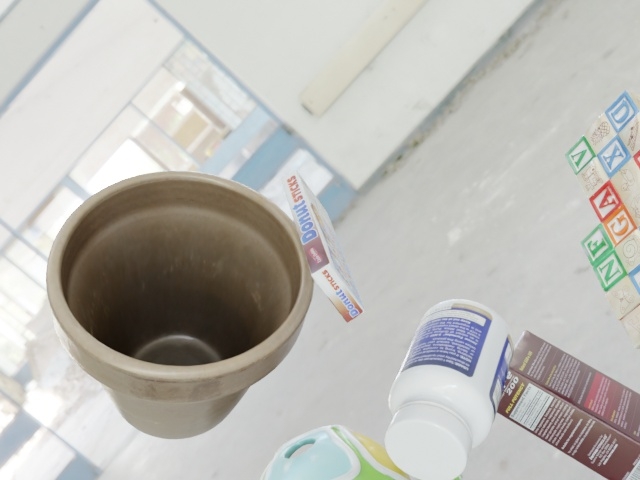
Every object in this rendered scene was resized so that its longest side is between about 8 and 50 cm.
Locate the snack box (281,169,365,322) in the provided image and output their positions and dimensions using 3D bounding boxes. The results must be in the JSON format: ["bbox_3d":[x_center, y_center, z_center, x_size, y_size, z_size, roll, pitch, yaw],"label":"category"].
[{"bbox_3d":[0.000,0.000,0.804,0.022,0.064,0.178,-31,32,7],"label":"snack box"}]

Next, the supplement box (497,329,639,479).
[{"bbox_3d":[0.345,0.224,1.131,0.130,0.239,0.073,-32,-32,-59],"label":"supplement box"}]

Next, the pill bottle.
[{"bbox_3d":[0.135,0.158,0.919,0.112,0.112,0.187,-40,9,38],"label":"pill bottle"}]

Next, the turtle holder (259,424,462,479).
[{"bbox_3d":[0.043,0.385,1.278,0.320,0.243,0.227,-44,40,25],"label":"turtle holder"}]

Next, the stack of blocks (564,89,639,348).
[{"bbox_3d":[0.428,-0.026,1.118,0.171,0.087,0.297,-53,40,39],"label":"stack of blocks"}]

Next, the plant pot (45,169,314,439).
[{"bbox_3d":[-0.149,0.096,0.925,0.229,0.263,0.263,102,-165,-47],"label":"plant pot"}]
